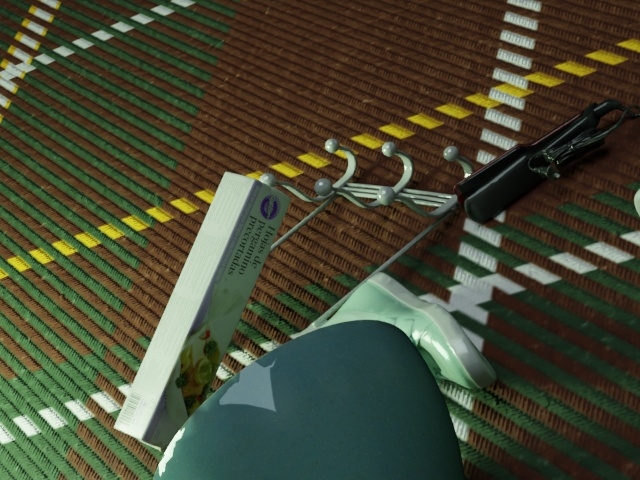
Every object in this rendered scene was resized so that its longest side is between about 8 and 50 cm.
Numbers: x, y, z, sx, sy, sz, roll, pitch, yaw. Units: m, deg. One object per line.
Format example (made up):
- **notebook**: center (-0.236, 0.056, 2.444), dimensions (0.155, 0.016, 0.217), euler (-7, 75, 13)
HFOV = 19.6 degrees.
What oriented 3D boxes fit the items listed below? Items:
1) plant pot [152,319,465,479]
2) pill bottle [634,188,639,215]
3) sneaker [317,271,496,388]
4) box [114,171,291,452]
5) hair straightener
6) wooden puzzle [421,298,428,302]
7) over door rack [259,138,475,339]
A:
- **plant pot**: center (0.020, 0.242, 1.671), dimensions (0.290, 0.290, 0.195), euler (-37, 58, -3)
- **pill bottle**: center (0.396, -0.065, 1.863), dimensions (0.152, 0.086, 0.086), euler (-43, 31, -12)
- **sneaker**: center (0.073, 0.132, 1.908), dimensions (0.151, 0.094, 0.256), euler (-41, 27, -10)
- **box**: center (-0.133, 0.082, 2.097), dimensions (0.067, 0.063, 0.324), euler (14, 78, 50)
- **hair straightener**: center (0.263, -0.087, 2.079), dimensions (0.230, 0.047, 0.089), euler (-29, 31, 3)
- **wooden puzzle**: center (0.086, 0.093, 2.032), dimensions (0.083, 0.006, 0.049), euler (-36, 30, 0)
- **over door rack**: center (0.000, 0.000, 2.149), dimensions (0.239, 0.108, 0.324), euler (8, 52, 51)
